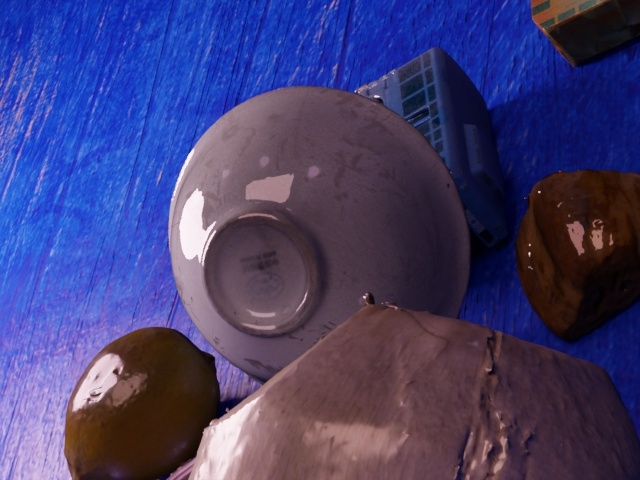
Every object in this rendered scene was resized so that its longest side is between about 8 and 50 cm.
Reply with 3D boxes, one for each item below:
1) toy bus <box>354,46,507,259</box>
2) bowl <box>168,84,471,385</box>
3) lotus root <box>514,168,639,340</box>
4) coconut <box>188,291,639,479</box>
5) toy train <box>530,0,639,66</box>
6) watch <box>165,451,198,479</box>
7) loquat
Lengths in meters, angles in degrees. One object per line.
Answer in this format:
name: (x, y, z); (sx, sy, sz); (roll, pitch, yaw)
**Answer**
toy bus: (0.112, -0.077, 1.572); (0.133, 0.116, 0.234); (-28, 37, 21)
bowl: (-0.028, 0.019, 1.435); (0.313, 0.313, 0.146); (-28, 1, 24)
lotus root: (0.233, 0.003, 1.388); (0.159, 0.095, 0.135); (-35, 39, 25)
coconut: (0.057, 0.233, 1.116); (0.346, 0.346, 0.360); (8, 81, 50)
toy train: (0.304, -0.256, 1.591); (0.188, 0.072, 0.099); (-23, 40, 30)
watch: (-0.085, 0.287, 1.358); (0.217, 0.211, 0.248); (-41, 25, -8)
loquat: (-0.188, 0.179, 1.605); (0.195, 0.152, 0.152); (-40, 34, -7)
